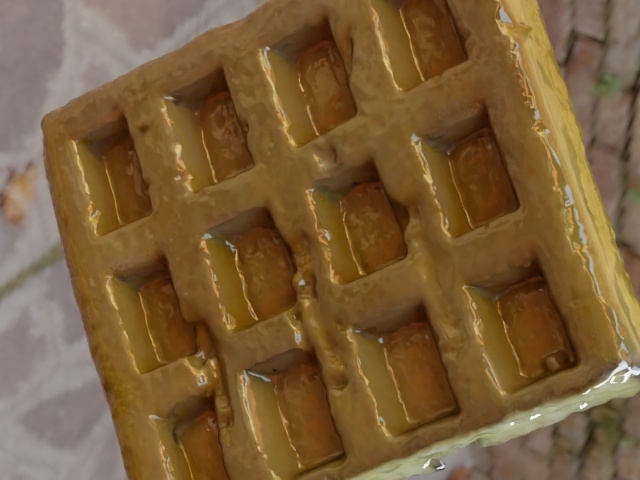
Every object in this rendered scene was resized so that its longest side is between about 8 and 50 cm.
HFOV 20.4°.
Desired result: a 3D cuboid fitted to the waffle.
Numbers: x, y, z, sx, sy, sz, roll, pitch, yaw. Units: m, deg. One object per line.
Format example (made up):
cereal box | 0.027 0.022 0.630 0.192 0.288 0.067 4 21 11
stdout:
waffle | 0.000 0.000 0.769 0.248 0.221 0.055 -25 160 21
